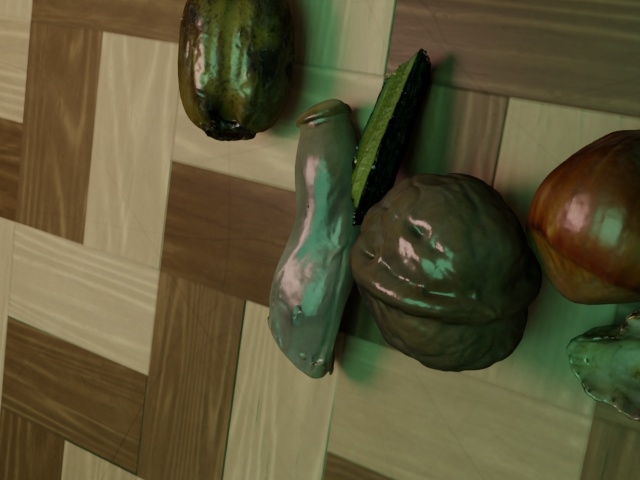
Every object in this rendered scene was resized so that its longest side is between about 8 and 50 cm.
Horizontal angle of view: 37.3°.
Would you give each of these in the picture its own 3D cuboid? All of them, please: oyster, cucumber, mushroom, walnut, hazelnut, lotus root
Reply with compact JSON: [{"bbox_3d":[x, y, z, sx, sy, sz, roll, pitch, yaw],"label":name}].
[{"bbox_3d":[0.412,0.095,0.913,0.341,0.110,0.166,-39,68,34],"label":"oyster"},{"bbox_3d":[0.075,-0.118,1.124,0.070,0.046,0.220,15,82,60],"label":"cucumber"},{"bbox_3d":[0.002,-0.001,1.191,0.109,0.097,0.351,11,98,31],"label":"mushroom"},{"bbox_3d":[0.136,0.033,1.026,0.224,0.224,0.224,4,97,34],"label":"walnut"},{"bbox_3d":[0.289,-0.023,0.939,0.182,0.182,0.182,4,97,34],"label":"hazelnut"},{"bbox_3d":[-0.106,-0.265,1.206,0.154,0.154,0.278,8,101,33],"label":"lotus root"}]
